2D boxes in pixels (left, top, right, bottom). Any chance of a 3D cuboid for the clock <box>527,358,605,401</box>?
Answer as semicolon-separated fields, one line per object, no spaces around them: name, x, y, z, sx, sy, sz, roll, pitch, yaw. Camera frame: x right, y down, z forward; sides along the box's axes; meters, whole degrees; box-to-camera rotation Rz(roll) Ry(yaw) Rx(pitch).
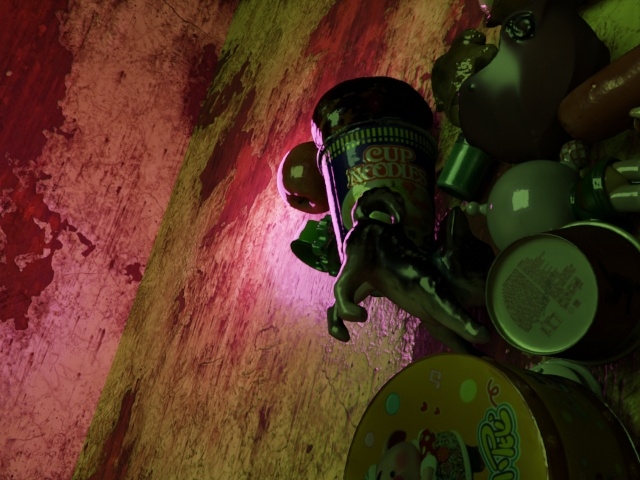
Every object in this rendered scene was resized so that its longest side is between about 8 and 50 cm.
clock;0.346;0.293;1.424;0.236;0.053;0.236;-39;34;33

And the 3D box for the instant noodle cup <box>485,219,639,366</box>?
instant noodle cup;0.371;0.079;1.351;0.235;0.178;0.234;-3;85;40

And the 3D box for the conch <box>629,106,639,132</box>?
conch;0.580;-0.181;1.394;0.176;0.104;0.094;-11;66;3

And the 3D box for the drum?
drum;0.236;0.379;1.281;0.431;0.214;0.431;-29;52;45

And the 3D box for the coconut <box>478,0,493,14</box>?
coconut;0.413;-0.580;2.099;0.088;0.088;0.096;5;98;60

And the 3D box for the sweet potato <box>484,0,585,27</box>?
sweet potato;0.498;-0.549;1.870;0.370;0.158;0.157;-5;60;50

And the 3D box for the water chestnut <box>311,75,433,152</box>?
water chestnut;0.122;-0.268;2.097;0.244;0.289;0.289;-43;31;51

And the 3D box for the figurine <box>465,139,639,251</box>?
figurine;0.428;-0.062;1.506;0.370;0.167;0.281;-12;57;45

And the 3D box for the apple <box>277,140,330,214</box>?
apple;-0.017;-0.167;2.322;0.188;0.188;0.173;-21;44;51

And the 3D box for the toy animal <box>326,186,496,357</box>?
toy animal;0.189;0.047;1.643;0.194;0.344;0.302;72;-150;-64

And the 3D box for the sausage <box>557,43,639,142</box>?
sausage;0.507;-0.247;1.461;0.259;0.114;0.113;-37;36;43

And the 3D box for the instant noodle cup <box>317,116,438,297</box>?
instant noodle cup;0.134;-0.056;1.912;0.284;0.284;0.312;-35;45;40

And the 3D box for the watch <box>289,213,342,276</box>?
watch;0.000;0.000;2.161;0.152;0.165;0.131;10;60;42

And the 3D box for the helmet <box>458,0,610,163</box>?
helmet;0.422;-0.283;1.646;0.338;0.271;0.197;-49;56;2

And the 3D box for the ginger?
ginger;0.315;-0.384;2.027;0.270;0.123;0.218;-115;37;-56

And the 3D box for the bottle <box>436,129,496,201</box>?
bottle;0.352;-0.244;1.874;0.330;0.093;0.093;-63;28;-5
